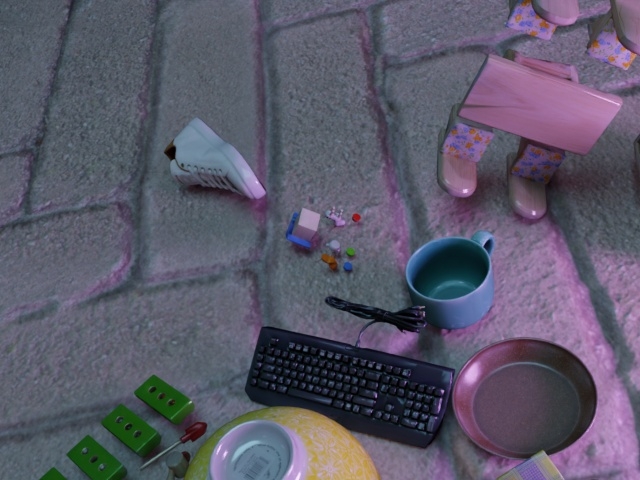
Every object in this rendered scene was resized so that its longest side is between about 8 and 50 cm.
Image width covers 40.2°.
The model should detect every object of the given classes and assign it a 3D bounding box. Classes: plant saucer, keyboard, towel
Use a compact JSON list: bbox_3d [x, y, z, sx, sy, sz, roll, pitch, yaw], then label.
[{"bbox_3d":[0.285,0.225,1.223,0.199,0.036,0.198,-9,46,10],"label":"plant saucer"},{"bbox_3d":[0.046,0.175,1.304,0.317,0.033,0.201,10,74,25],"label":"keyboard"},{"bbox_3d":[0.270,0.317,1.134,0.083,0.009,0.060,-34,77,0],"label":"towel"}]

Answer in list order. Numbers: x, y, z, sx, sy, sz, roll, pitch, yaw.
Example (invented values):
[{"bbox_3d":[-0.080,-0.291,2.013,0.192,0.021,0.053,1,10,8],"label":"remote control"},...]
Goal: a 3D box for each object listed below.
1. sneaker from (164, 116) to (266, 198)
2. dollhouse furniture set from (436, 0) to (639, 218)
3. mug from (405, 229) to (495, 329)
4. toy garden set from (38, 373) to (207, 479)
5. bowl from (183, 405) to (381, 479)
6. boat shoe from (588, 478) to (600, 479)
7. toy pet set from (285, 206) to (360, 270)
[{"bbox_3d":[-0.208,-0.130,1.680,0.123,0.106,0.290,-41,41,-8],"label":"sneaker"},{"bbox_3d":[0.413,-0.155,1.331,0.394,0.362,0.256,16,47,-8],"label":"dollhouse furniture set"},{"bbox_3d":[0.214,0.068,1.349,0.158,0.097,0.129,-20,45,-2],"label":"mug"},{"bbox_3d":[-0.271,0.331,1.285,0.244,0.049,0.204,-43,40,-24],"label":"toy garden set"},{"bbox_3d":[-0.070,0.326,1.160,0.290,0.156,0.289,-9,46,10],"label":"bowl"},{"bbox_3d":[0.301,0.421,0.968,0.132,0.130,0.355,5,50,22],"label":"boat shoe"},{"bbox_3d":[0.000,0.000,1.525,0.114,0.065,0.122,21,52,-10],"label":"toy pet set"}]
